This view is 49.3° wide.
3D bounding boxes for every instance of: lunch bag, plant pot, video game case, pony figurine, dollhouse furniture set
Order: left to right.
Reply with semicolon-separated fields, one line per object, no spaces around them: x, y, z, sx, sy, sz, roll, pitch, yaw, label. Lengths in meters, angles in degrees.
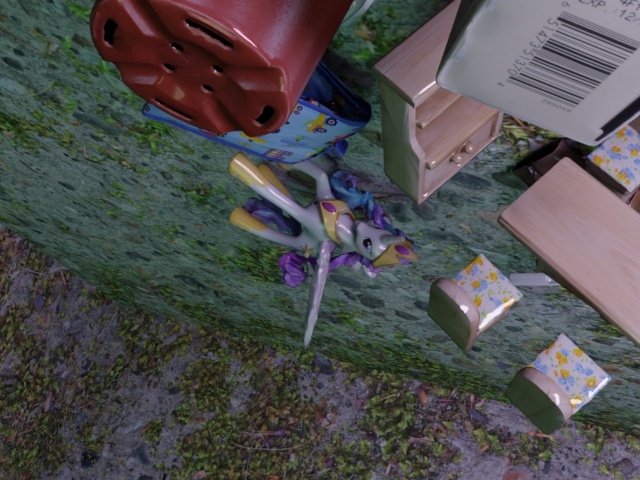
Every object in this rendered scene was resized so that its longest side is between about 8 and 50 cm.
-0.079;-0.266;0.690;0.272;0.265;0.272;18;158;7;plant pot
-0.079;-0.201;1.024;0.293;0.138;0.221;30;156;-21;lunch bag
0.000;0.000;1.326;0.363;0.303;0.351;33;152;11;pony figurine
0.259;-0.060;0.785;0.394;0.362;0.256;46;170;22;dollhouse furniture set
0.495;0.064;1.174;0.204;0.025;0.285;3;175;-41;video game case

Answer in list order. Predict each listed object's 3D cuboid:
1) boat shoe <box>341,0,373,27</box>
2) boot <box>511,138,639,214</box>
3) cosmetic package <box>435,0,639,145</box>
0.038;-0.292;0.842;0.035;0.035;0.100;26;165;-19;boat shoe
0.381;-0.055;1.075;0.207;0.090;0.248;37;162;-3;boot
0.195;-0.235;0.470;0.129;0.296;0.153;21;160;-3;cosmetic package
